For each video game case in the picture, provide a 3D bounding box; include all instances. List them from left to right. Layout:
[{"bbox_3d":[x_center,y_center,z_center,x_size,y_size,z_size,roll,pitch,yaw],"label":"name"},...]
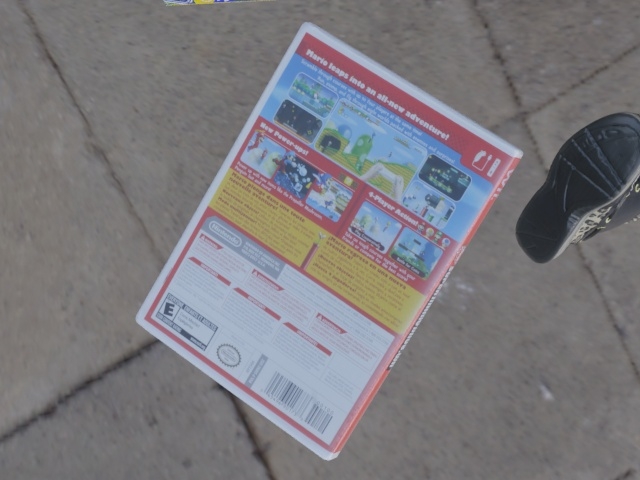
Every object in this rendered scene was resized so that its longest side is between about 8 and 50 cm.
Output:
[{"bbox_3d":[0.000,0.000,1.027,0.204,0.025,0.285,34,101,17],"label":"video game case"}]

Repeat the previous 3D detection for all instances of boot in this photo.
[{"bbox_3d":[0.342,-0.077,1.492,0.178,0.236,0.085,-19,65,-37],"label":"boot"}]

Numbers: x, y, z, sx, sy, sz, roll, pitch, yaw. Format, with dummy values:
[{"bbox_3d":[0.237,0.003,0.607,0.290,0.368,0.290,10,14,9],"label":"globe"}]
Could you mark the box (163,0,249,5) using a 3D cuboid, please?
[{"bbox_3d":[-0.110,-0.314,1.504,0.054,0.169,0.059,58,42,-50],"label":"box"}]
